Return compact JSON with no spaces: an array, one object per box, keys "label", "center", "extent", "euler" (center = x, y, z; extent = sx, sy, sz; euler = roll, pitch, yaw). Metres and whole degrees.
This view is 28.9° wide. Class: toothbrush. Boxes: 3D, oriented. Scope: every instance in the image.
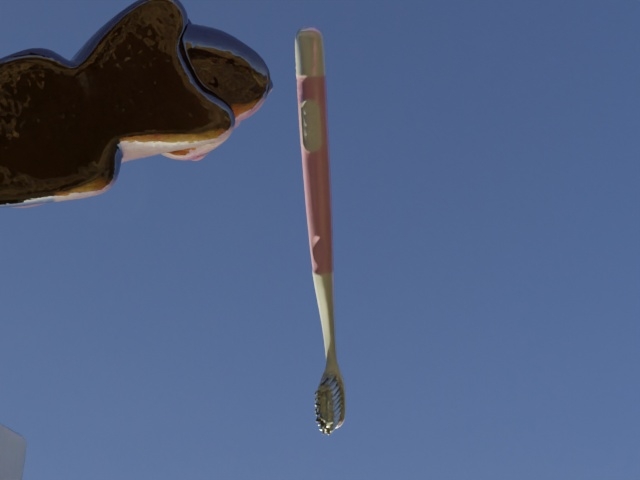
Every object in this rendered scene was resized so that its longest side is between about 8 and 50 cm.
[{"label":"toothbrush","center":[0.000,0.000,0.835],"extent":[0.020,0.025,0.286],"euler":[3,-71,20]}]

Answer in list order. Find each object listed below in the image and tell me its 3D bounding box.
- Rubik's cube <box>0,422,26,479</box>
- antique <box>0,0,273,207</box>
[{"label":"Rubik's cube","center":[-0.421,0.246,0.892],"extent":[0.291,0.291,0.290],"euler":[-3,-24,17]},{"label":"antique","center":[-0.165,-0.098,0.956],"extent":[0.257,0.143,0.121],"euler":[-22,-89,3]}]
